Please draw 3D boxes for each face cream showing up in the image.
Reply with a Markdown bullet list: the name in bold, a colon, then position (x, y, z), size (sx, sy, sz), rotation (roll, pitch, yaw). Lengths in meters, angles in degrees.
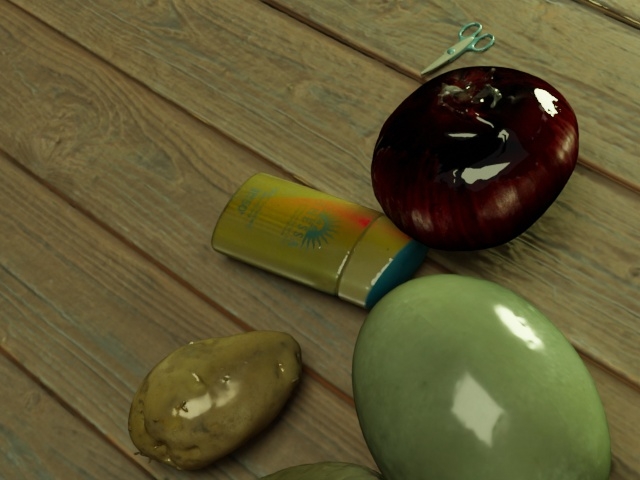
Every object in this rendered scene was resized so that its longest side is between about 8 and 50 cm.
- **face cream**: position (0.000, 0.000, 1.636), size (0.285, 0.067, 0.139), rotation (20, 63, 27)

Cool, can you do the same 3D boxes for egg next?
- **egg**: position (0.176, 0.192, 1.355), size (0.258, 0.258, 0.352), rotation (-36, 57, -3)

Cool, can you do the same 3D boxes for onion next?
- **onion**: position (0.185, -0.127, 1.519), size (0.273, 0.285, 0.273), rotation (-12, 49, 14)

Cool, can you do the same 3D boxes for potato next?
- **potato**: position (-0.134, 0.199, 1.535), size (0.234, 0.128, 0.161), rotation (-13, 62, 6)

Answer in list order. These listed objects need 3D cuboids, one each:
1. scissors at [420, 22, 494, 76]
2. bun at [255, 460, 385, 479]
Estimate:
- **scissors**: position (0.194, -0.272, 1.757), size (0.119, 0.014, 0.058), rotation (-36, 55, -7)
- **bun**: position (-0.007, 0.368, 1.374), size (0.273, 0.168, 0.273), rotation (-13, 58, 21)
